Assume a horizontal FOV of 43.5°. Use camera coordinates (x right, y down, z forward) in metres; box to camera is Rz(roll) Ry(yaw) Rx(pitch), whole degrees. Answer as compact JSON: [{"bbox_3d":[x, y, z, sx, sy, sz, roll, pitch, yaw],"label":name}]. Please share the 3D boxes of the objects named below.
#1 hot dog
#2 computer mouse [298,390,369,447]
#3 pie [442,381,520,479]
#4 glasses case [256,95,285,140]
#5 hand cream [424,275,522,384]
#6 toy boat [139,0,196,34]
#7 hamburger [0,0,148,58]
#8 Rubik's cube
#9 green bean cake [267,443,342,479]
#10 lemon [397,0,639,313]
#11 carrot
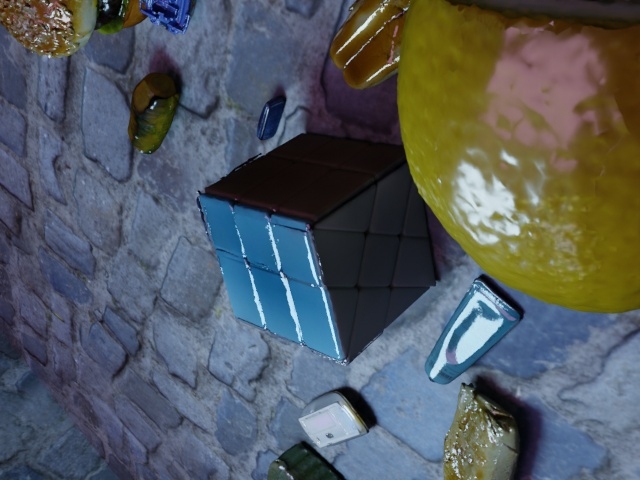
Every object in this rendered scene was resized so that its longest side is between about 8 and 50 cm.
[{"bbox_3d":[0.098,-0.262,0.938,0.269,0.072,0.109,-29,94,53],"label":"hot dog"},{"bbox_3d":[0.028,0.345,1.541,0.102,0.045,0.199,52,144,2],"label":"computer mouse"},{"bbox_3d":[0.250,0.342,1.260,0.128,0.068,0.282,39,143,40],"label":"pie"},{"bbox_3d":[-0.080,-0.190,1.234,0.023,0.033,0.083,52,146,23],"label":"glasses case"},{"bbox_3d":[0.211,0.143,1.175,0.083,0.048,0.224,43,137,15],"label":"hand cream"},{"bbox_3d":[-0.231,-0.375,1.187,0.091,0.110,0.175,29,136,5],"label":"toy boat"},{"bbox_3d":[-0.402,-0.433,1.244,0.291,0.225,0.291,28,135,33],"label":"hamburger"},{"bbox_3d":[0.000,0.000,1.136,0.225,0.221,0.231,15,129,41],"label":"Rubik's cube"},{"bbox_3d":[-0.025,0.540,1.722,0.173,0.094,0.181,39,143,22],"label":"green bean cake"},{"bbox_3d":[0.237,-0.099,0.685,0.364,0.364,0.364,30,138,31],"label":"lemon"},{"bbox_3d":[-0.299,-0.226,1.418,0.082,0.082,0.173,50,144,6],"label":"carrot"}]
